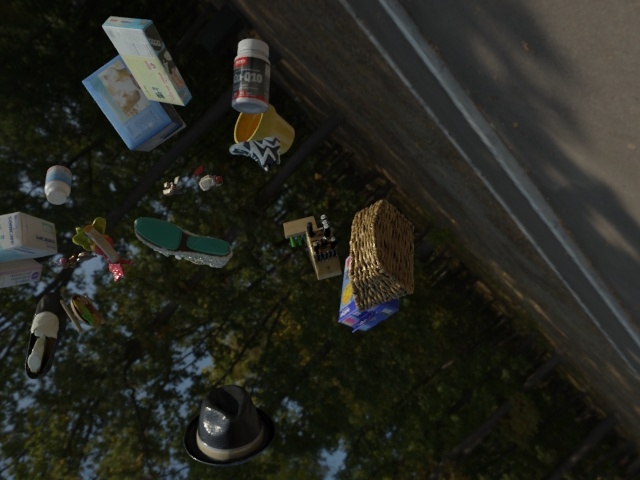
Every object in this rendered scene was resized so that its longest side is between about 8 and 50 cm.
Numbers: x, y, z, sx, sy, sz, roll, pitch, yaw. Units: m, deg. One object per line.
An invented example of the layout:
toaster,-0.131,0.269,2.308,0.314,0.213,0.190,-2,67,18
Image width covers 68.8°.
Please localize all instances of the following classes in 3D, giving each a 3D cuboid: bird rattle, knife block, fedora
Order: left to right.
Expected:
bird rattle,-0.831,0.034,1.780,0.254,0.143,0.207,55,158,3
fedora,-0.310,0.592,1.566,0.334,0.333,0.153,-94,0,-77
knife block,0.000,0.000,1.643,0.276,0.088,0.242,-115,12,-66

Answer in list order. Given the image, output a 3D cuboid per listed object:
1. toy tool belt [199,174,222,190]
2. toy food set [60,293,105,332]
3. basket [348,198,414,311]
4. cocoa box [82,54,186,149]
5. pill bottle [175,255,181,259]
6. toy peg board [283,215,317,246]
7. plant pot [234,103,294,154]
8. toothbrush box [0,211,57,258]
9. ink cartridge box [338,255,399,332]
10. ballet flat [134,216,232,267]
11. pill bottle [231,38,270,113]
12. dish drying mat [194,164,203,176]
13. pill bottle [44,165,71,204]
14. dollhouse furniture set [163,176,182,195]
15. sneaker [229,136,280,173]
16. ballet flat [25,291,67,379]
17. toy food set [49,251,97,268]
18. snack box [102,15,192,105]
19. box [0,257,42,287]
toy tool belt,-0.377,-0.205,1.625,0.051,0.083,0.052,-83,-27,-76
toy food set,-0.742,0.221,1.493,0.132,0.038,0.192,58,176,-1
basket,0.155,0.043,1.505,0.213,0.223,0.299,36,-135,-30
cocoa box,-0.806,-0.596,2.052,0.347,0.231,0.228,56,-175,-8
pill bottle,-0.680,0.051,2.284,0.043,0.043,0.083,41,-133,-33
toy peg board,-0.095,-0.040,2.344,0.161,0.161,0.079,-108,5,-64
plant pot,-0.273,-0.557,2.386,0.239,0.254,0.254,22,-157,-39
toothbrush box,-1.135,0.005,1.651,0.216,0.295,0.126,85,174,-81
ink cartridge box,0.213,0.212,2.025,0.151,0.270,0.396,20,-127,-18
ballet flat,-0.571,0.030,1.929,0.408,0.147,0.147,19,-164,-13
pill bottle,-0.301,-0.715,2.044,0.161,0.161,0.283,18,-107,-73
dish drying mat,-0.533,-0.304,2.051,0.008,0.032,0.083,10,-152,4
pill bottle,-1.013,-0.213,1.805,0.087,0.087,0.160,38,-161,-43
dollhouse furniture set,-0.713,-0.266,2.205,0.091,0.114,0.081,25,-115,-45
sneaker,-0.284,-0.369,2.081,0.094,0.234,0.153,-63,-36,-82
ballet flat,-0.859,0.305,1.460,0.095,0.281,0.096,11,-174,-15
toy food set,-0.775,0.065,1.468,0.078,0.122,0.019,82,168,-73
snack box,-0.612,-0.635,1.679,0.187,0.060,0.322,16,152,22
box,-1.033,0.114,1.449,0.067,0.063,0.324,27,-166,16
